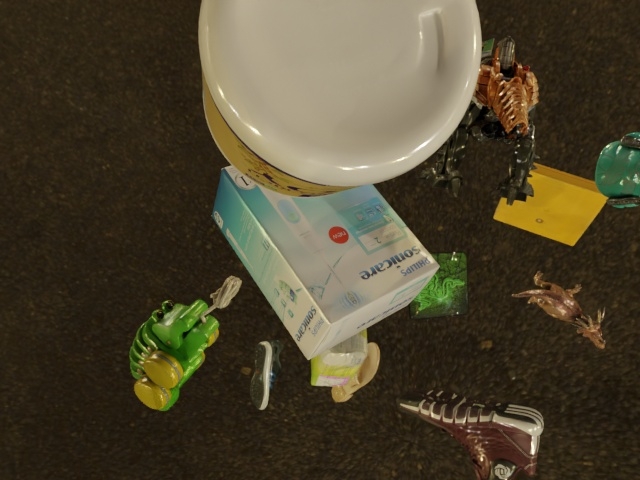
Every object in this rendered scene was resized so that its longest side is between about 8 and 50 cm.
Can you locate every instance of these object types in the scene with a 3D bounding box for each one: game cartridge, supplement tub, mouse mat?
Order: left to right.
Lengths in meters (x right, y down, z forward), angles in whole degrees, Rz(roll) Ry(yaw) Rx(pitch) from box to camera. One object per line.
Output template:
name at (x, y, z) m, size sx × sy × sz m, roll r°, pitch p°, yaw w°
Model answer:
supplement tub at (-0.005, -0.168, 0.610) m, size 0.241 × 0.331 × 0.240 m, roll 0°, pitch 91°, yaw -10°
mouse mat at (0.272, 0.102, 1.306) m, size 0.190 × 0.007 × 0.152 m, roll -1°, pitch 88°, yaw -32°
game cartridge at (0.734, -0.119, 1.843) m, size 0.286 × 0.323 × 0.052 m, roll 21°, pitch 65°, yaw 13°

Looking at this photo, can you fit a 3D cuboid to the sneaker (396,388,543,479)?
sneaker at (0.273, 0.385, 1.087) m, size 0.282 × 0.106 × 0.162 m, roll 2°, pitch 94°, yaw 35°

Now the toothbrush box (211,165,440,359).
toothbrush box at (0.000, 0.000, 0.894) m, size 0.216 × 0.126 × 0.295 m, roll -22°, pitch 66°, yaw -31°

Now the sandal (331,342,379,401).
sandal at (0.077, 0.381, 1.613) m, size 0.240 × 0.079 × 0.088 m, roll -58°, pitch 42°, yaw 33°

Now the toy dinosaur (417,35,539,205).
toy dinosaur at (0.232, -0.173, 0.794) m, size 0.164 × 0.322 × 0.218 m, roll 17°, pitch 110°, yaw 25°

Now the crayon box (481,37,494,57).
crayon box at (0.176, -0.382, 1.152) m, size 0.323 × 0.203 × 0.083 m, roll -10°, pitch 112°, yaw 23°

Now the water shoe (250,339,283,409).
water shoe at (-0.141, 0.375, 1.589) m, size 0.073 × 0.080 × 0.203 m, roll 24°, pitch 112°, yaw 46°

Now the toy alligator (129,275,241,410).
toy alligator at (-0.109, 0.070, 0.422) m, size 0.051 × 0.189 × 0.056 m, roll 36°, pitch 43°, yaw 3°

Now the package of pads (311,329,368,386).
package of pads at (0.034, 0.210, 1.346) m, size 0.101 × 0.296 × 0.229 m, roll 2°, pitch 62°, yaw -7°

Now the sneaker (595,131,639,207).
sneaker at (0.501, -0.094, 0.848) m, size 0.179 × 0.296 × 0.123 m, roll 17°, pitch 105°, yaw 33°

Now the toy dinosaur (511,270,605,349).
toy dinosaur at (0.748, 0.203, 1.746) m, size 0.296 × 0.200 × 0.127 m, roll 22°, pitch 108°, yaw -16°
